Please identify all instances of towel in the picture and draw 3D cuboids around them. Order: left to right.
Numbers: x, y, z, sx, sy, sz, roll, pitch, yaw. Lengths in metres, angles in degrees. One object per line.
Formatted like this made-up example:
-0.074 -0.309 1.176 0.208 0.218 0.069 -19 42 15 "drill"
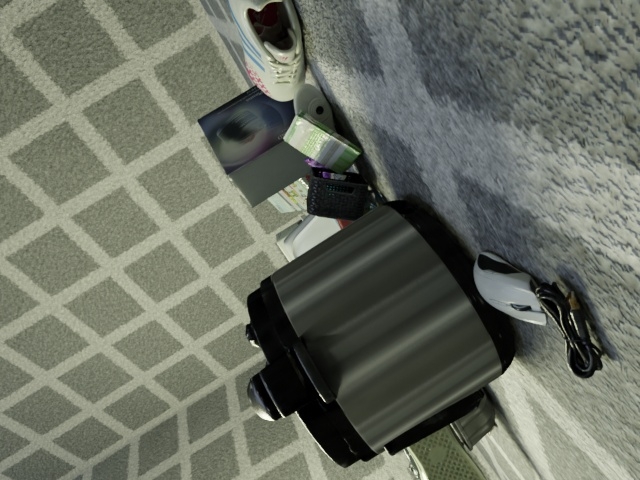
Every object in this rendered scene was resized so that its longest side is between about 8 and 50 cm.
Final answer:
0.003 -0.204 0.912 0.152 0.023 0.113 30 156 -10 "towel"

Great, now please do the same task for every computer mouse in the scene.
0.228 0.070 0.500 0.106 0.042 0.193 57 179 -18 "computer mouse"

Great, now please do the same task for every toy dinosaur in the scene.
0.128 -0.079 0.966 0.090 0.047 0.082 47 -156 -32 "toy dinosaur"

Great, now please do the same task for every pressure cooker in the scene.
0.065 0.174 0.780 0.370 0.420 0.375 60 177 -35 "pressure cooker"

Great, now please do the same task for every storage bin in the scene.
0.034 -0.109 0.989 0.180 0.122 0.084 -98 16 -72 "storage bin"

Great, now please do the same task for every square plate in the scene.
0.050 0.046 1.280 0.049 0.347 0.344 -12 -116 -48 "square plate"

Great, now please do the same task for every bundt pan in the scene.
0.384 0.424 1.263 0.330 0.124 0.331 57 178 3 "bundt pan"

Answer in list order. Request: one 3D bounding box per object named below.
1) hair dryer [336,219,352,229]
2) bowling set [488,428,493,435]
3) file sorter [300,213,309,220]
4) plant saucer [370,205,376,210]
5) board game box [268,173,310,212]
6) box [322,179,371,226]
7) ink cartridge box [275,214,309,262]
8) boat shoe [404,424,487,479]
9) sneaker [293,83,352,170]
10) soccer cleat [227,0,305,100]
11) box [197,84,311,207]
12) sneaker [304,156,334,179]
0.092 0.066 1.042 0.224 0.080 0.293 -9 94 43 "hair dryer"
0.424 0.553 1.464 0.287 0.200 0.154 62 -178 30 "bowling set"
0.091 0.011 1.513 0.277 0.173 0.193 58 178 -38 "file sorter"
0.160 -0.038 1.047 0.119 0.021 0.119 59 179 2 "plant saucer"
-0.117 -0.219 1.616 0.224 0.097 0.303 44 155 -28 "board game box"
0.103 -0.047 1.130 0.100 0.060 0.244 -15 -114 -47 "box"
0.000 0.000 1.788 0.226 0.306 0.131 59 179 -16 "ink cartridge box"
0.341 0.628 1.230 0.500 0.187 0.156 63 -176 -1 "boat shoe"
-0.010 -0.258 0.986 0.217 0.079 0.121 57 178 -33 "sneaker"
-0.085 -0.351 0.813 0.143 0.116 0.331 58 179 23 "soccer cleat"
-0.178 -0.315 1.352 0.294 0.296 0.182 56 178 33 "box"
-0.006 -0.217 1.236 0.068 0.071 0.169 152 101 -84 "sneaker"
